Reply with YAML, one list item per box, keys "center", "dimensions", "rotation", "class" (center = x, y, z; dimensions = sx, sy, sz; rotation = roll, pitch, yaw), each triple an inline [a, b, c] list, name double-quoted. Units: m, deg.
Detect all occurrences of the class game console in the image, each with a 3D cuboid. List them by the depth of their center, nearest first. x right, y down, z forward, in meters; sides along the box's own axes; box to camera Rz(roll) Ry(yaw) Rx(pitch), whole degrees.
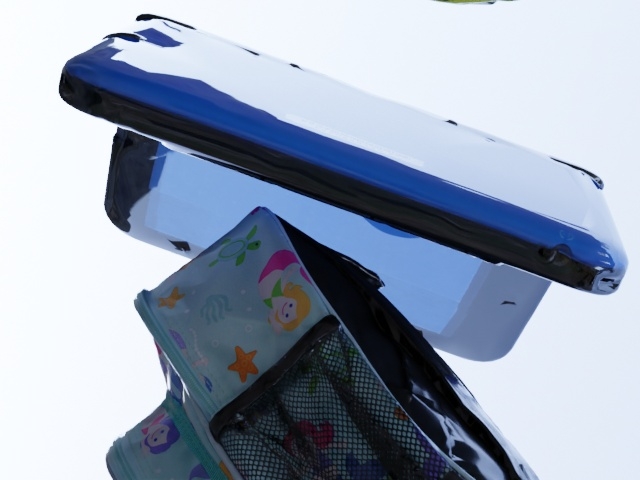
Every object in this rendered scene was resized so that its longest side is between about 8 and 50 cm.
- center: [0.000, 0.000, 0.749]
  dimensions: [0.250, 0.293, 0.173]
  rotation: [-70, 179, -71]
  class: "game console"

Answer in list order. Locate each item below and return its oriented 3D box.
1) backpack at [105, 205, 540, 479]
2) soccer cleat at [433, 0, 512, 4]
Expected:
- center: [0.001, 0.115, 0.703]
  dimensions: [0.191, 0.225, 0.253]
  rotation: [-34, -122, 2]
  class: "backpack"
- center: [0.010, -0.159, 0.550]
  dimensions: [0.289, 0.121, 0.093]
  rotation: [15, -90, 44]
  class: "soccer cleat"
